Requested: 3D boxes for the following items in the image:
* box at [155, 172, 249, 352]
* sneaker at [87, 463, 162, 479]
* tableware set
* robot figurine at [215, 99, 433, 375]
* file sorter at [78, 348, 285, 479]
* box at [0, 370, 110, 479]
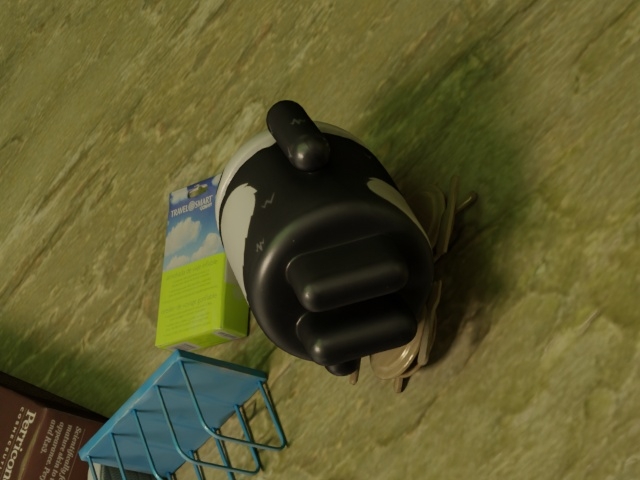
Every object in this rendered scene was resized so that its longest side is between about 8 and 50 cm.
[{"bbox_3d":[-0.122,0.025,1.957,0.109,0.042,0.178,-18,60,43],"label":"box"},{"bbox_3d":[-0.209,0.325,1.884,0.091,0.094,0.258,-40,45,35],"label":"sneaker"},{"bbox_3d":[0.092,0.041,1.708,0.128,0.039,0.194,-22,51,56],"label":"tableware set"},{"bbox_3d":[-0.002,0.002,1.672,0.209,0.173,0.278,-59,28,19],"label":"robot figurine"},{"bbox_3d":[-0.136,0.210,1.833,0.170,0.118,0.104,-46,47,26],"label":"file sorter"},{"bbox_3d":[-0.382,0.249,2.086,0.381,0.143,0.191,14,84,49],"label":"box"}]
